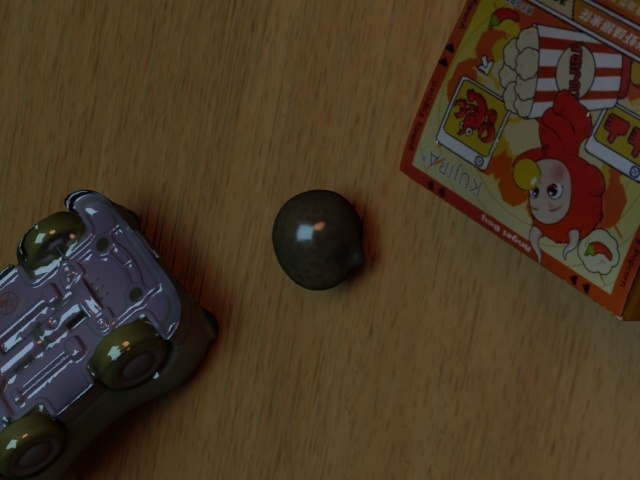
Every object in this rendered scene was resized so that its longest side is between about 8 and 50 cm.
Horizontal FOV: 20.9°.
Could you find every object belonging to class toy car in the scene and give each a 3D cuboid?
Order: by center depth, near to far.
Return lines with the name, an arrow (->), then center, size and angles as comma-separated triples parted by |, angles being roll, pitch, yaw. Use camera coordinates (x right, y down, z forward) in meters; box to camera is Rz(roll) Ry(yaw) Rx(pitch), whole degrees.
toy car -> -0.295, 0.140, 2.064 | 0.336, 0.226, 0.242 | -41, 61, 2

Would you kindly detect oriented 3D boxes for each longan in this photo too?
longan -> 0.000, 0.000, 1.873 | 0.113, 0.092, 0.113 | -2, 86, 27

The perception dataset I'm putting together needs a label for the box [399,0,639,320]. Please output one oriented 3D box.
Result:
box -> 0.267, -0.105, 1.581 | 0.283, 0.214, 0.259 | 35, 113, 34
